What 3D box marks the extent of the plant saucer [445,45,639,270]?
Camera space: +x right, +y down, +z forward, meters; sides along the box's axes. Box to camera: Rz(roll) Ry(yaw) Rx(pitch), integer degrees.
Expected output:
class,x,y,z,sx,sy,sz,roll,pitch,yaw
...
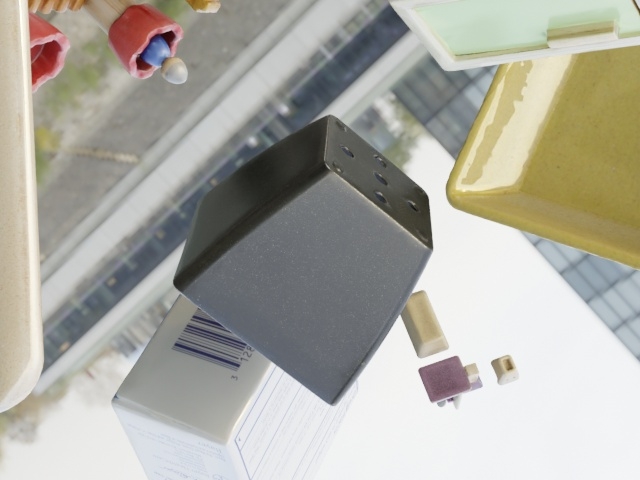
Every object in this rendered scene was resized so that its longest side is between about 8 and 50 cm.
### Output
class,x,y,z,sx,sy,sz,roll,pitch,yaw
plant saucer,0.322,-0.131,1.152,0.332,0.081,0.333,22,-94,40

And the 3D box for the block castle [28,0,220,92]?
class,x,y,z,sx,sy,sz,roll,pitch,yaw
block castle,-0.180,-0.368,1.318,0.453,0.213,0.303,-53,164,27

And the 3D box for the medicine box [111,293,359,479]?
class,x,y,z,sx,sy,sz,roll,pitch,yaw
medicine box,-0.083,0.180,1.414,0.263,0.149,0.289,-60,155,-33

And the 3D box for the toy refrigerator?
class,x,y,z,sx,sy,sz,roll,pitch,yaw
toy refrigerator,0.191,-0.188,0.834,0.269,0.102,0.094,-4,-115,29

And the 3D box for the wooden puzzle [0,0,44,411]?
class,x,y,z,sx,sy,sz,roll,pitch,yaw
wooden puzzle,-0.262,-0.036,0.845,0.080,0.322,0.348,-1,171,-22

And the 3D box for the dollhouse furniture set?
class,x,y,z,sx,sy,sz,roll,pitch,yaw
dollhouse furniture set,0.124,0.103,1.172,0.091,0.114,0.081,-18,156,-8

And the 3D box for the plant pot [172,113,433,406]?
class,x,y,z,sx,sy,sz,roll,pitch,yaw
plant pot,0.000,0.000,1.114,0.167,0.187,0.188,-46,-164,22
